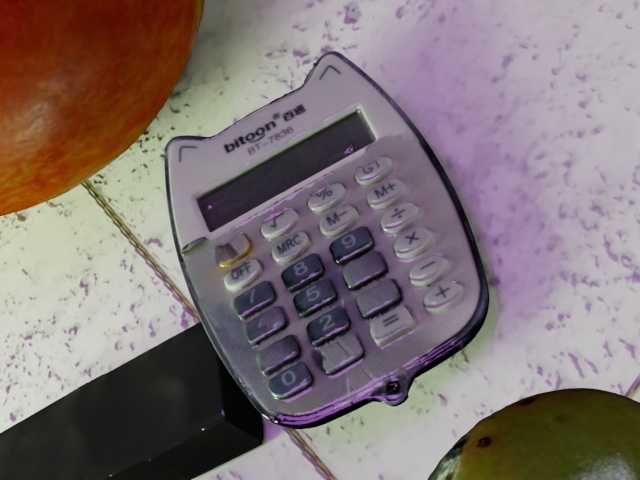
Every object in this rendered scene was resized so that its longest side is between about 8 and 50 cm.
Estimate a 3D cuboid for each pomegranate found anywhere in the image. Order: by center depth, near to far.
[{"bbox_3d":[0.127,0.156,0.623,0.205,0.159,0.159,32,86,48],"label":"pomegranate"}]

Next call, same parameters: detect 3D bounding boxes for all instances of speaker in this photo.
[{"bbox_3d":[-0.138,0.136,0.933,0.218,0.044,0.082,-30,49,23],"label":"speaker"}]

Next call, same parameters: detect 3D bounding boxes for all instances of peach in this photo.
[{"bbox_3d":[-0.279,-0.192,1.037,0.388,0.388,0.388,-20,53,29],"label":"peach"}]

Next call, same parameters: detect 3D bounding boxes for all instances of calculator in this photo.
[{"bbox_3d":[0.000,0.000,0.883,0.177,0.040,0.268,-28,48,5],"label":"calculator"}]
